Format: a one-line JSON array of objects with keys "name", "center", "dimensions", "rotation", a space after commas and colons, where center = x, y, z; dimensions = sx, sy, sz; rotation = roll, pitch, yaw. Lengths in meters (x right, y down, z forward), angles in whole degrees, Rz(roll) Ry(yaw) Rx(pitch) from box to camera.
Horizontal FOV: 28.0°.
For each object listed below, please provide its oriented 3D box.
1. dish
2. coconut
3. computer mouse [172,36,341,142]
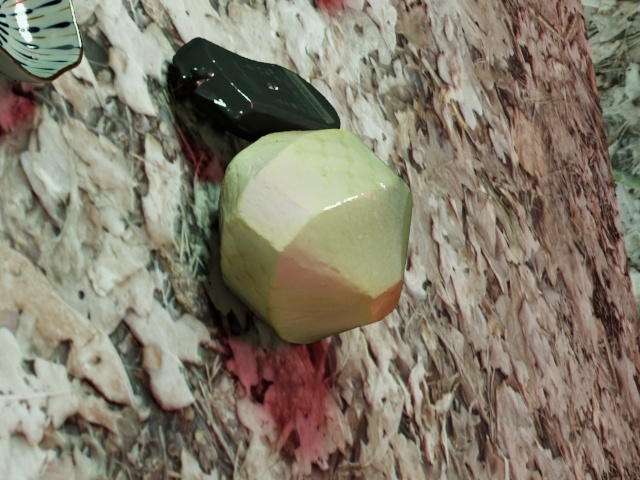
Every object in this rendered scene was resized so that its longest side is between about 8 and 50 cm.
[{"name": "dish", "center": [-0.317, -0.227, 1.248], "dimensions": [0.190, 0.066, 0.190], "rotation": [46, 31, -38]}, {"name": "coconut", "center": [0.000, 0.000, 1.507], "dimensions": [0.259, 0.259, 0.259], "rotation": [39, 40, -44]}, {"name": "computer mouse", "center": [-0.083, -0.166, 1.588], "dimensions": [0.264, 0.088, 0.147], "rotation": [17, 28, -51]}]
